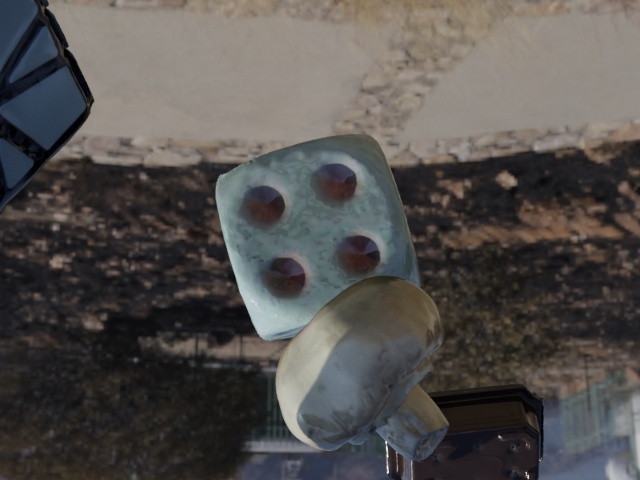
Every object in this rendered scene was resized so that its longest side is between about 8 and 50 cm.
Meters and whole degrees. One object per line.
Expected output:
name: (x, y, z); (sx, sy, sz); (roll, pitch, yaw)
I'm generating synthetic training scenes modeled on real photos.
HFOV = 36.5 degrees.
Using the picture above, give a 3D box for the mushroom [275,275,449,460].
mushroom: (0.075, 0.181, 1.268); (0.234, 0.254, 0.260); (46, 161, 7)

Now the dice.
dice: (0.000, 0.000, 1.515); (0.268, 0.263, 0.265); (-17, 171, 0)

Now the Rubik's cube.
Rubik's cube: (-0.475, -0.193, 1.107); (0.283, 0.293, 0.288); (28, 157, 24)

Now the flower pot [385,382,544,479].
flower pot: (0.227, 0.320, 1.469); (0.250, 0.179, 0.084); (-5, -158, -3)
